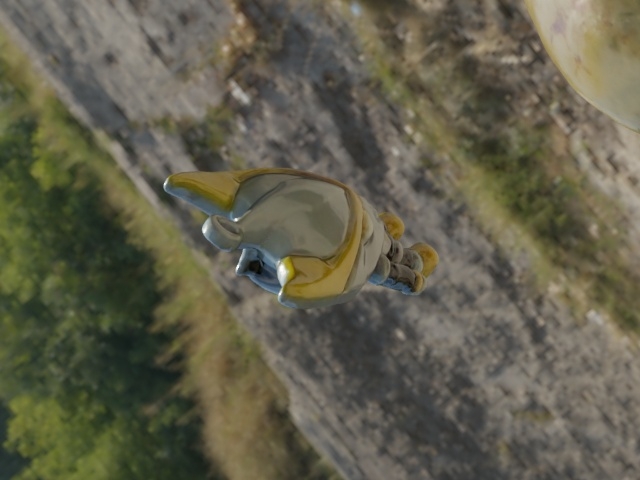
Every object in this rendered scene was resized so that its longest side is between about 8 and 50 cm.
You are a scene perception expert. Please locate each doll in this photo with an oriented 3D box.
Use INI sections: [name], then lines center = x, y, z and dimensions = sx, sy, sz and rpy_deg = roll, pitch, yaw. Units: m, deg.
[doll]
center = 0.004, 0.002, 1.101
dimensions = 0.316, 0.103, 0.145
rpy_deg = 9, -125, -61

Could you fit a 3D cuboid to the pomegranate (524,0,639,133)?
[pomegranate]
center = 0.343, -0.219, 1.042
dimensions = 0.342, 0.342, 0.342
rpy_deg = 51, 179, 2
